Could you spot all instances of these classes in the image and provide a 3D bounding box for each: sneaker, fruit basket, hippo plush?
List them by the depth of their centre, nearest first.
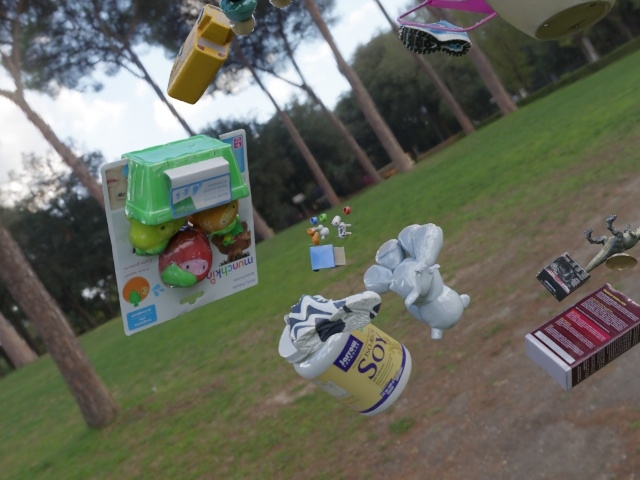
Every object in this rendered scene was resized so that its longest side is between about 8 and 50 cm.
[{"bbox_3d":[-0.257,-0.017,1.495,0.327,0.353,0.165,-20,23,-37],"label":"fruit basket"},{"bbox_3d":[0.252,-0.454,1.683,0.063,0.162,0.073,107,171,-53],"label":"sneaker"},{"bbox_3d":[0.017,0.165,1.828,0.235,0.094,0.153,-33,38,-7],"label":"sneaker"},{"bbox_3d":[0.289,0.108,1.975,0.234,0.236,0.294,-53,25,-8],"label":"hippo plush"}]

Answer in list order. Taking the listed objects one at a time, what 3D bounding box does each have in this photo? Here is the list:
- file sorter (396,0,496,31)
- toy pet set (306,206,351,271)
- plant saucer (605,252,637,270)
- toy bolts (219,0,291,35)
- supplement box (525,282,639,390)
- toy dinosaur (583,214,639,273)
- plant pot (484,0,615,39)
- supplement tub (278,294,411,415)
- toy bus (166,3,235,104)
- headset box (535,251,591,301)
[{"bbox_3d":[0.267,-0.601,1.579,0.202,0.291,0.182,20,41,34],"label":"file sorter"},{"bbox_3d":[0.000,0.000,1.430,0.065,0.114,0.122,0,-11,-35],"label":"toy pet set"},{"bbox_3d":[0.835,0.056,2.109,0.083,0.083,0.015,-29,42,46],"label":"plant saucer"},{"bbox_3d":[-0.119,-0.563,1.756,0.228,0.218,0.158,-31,-37,-19],"label":"toy bolts"},{"bbox_3d":[0.575,0.204,1.629,0.239,0.073,0.130,-29,41,-14],"label":"supplement box"},{"bbox_3d":[0.833,0.000,2.186,0.268,0.118,0.064,-36,7,7],"label":"toy dinosaur"},{"bbox_3d":[0.398,-0.456,1.284,0.284,0.191,0.284,-15,-11,-3],"label":"plant pot"},{"bbox_3d":[0.071,0.330,2.189,0.241,0.331,0.241,-46,21,23],"label":"supplement tub"},{"bbox_3d":[-0.348,-0.540,2.221,0.332,0.108,0.130,-36,41,55],"label":"toy bus"},{"bbox_3d":[0.427,0.066,1.342,0.083,0.062,0.032,-28,-22,-34],"label":"headset box"}]
